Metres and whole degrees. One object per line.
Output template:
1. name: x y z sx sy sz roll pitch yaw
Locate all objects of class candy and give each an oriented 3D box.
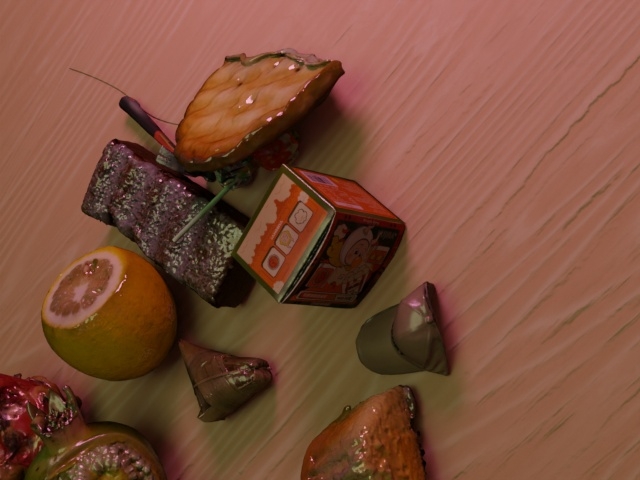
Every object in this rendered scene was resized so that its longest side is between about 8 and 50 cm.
1. candy: -0.152 -0.100 1.845 0.288 0.078 0.084 -43 54 -5

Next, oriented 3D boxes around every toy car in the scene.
1. toy car: -0.176 -0.151 1.944 0.142 0.069 0.055 57 157 27

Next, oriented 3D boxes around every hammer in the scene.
1. hammer: -0.309 -0.200 2.041 0.288 0.111 0.033 44 112 41

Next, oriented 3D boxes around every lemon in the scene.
1. lemon: -0.374 0.148 1.968 0.240 0.219 0.240 -23 39 20

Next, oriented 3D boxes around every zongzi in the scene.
1. zongzi: -0.172 0.214 1.893 0.160 0.078 0.176 -36 61 24

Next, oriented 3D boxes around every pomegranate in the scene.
1. pomegranate: -0.422 0.423 1.932 0.260 0.260 0.340 -13 103 36

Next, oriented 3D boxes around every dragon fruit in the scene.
1. dragon fruit: -0.596 0.376 2.106 0.263 0.314 0.296 -15 89 -9

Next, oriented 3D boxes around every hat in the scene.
1. hat: 0.120 0.153 1.665 0.175 0.085 0.147 -23 73 33

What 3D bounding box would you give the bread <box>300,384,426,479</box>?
1. bread: 0.061 0.367 1.645 0.204 0.163 0.262 -43 47 39

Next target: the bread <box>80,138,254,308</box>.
1. bread: -0.273 -0.038 1.974 0.416 0.113 0.165 32 106 34

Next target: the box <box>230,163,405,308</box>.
1. box: 0.000 0.000 1.704 0.148 0.195 0.177 41 109 33

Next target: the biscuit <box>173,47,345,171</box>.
1. biscuit: -0.115 -0.245 1.842 0.329 0.078 0.335 -31 34 9
